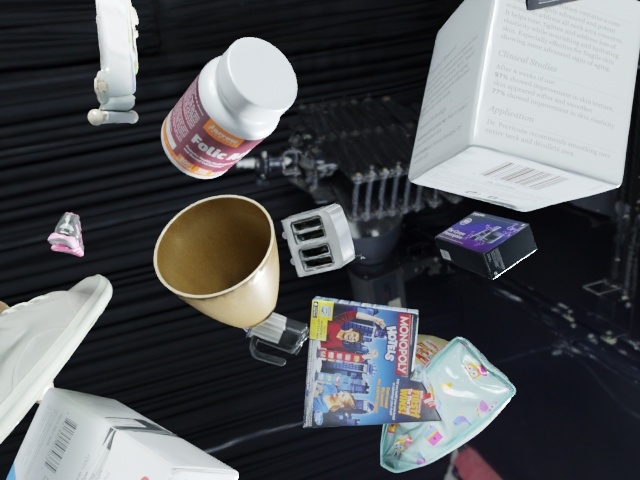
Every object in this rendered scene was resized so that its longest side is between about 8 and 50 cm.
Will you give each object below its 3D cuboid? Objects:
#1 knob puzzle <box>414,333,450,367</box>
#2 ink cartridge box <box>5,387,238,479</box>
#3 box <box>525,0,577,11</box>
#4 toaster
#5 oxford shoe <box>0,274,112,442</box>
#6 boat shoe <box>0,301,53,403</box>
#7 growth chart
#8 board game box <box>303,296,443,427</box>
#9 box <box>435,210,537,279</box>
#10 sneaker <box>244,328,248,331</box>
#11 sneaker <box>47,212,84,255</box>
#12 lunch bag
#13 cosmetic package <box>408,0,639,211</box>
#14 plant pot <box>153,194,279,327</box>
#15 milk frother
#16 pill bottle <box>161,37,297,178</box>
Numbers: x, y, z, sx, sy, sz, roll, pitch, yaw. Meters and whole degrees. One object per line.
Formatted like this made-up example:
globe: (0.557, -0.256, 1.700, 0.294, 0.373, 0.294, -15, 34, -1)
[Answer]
knob puzzle: (0.341, 0.347, 1.509, 0.213, 0.213, 0.030, -122, -140, -53)
ink cartridge box: (-0.371, 0.462, 0.881, 0.394, 0.166, 0.286, 10, -107, 37)
box: (0.343, -0.351, 0.454, 0.293, 0.295, 0.074, 33, 54, -67)
toaster: (0.000, 0.000, 1.382, 0.110, 0.185, 0.168, -33, 108, -66)
oxford shoe: (-0.450, 0.150, 0.793, 0.130, 0.169, 0.449, 39, 14, -14)
boat shoe: (-0.804, 0.291, 1.319, 0.341, 0.121, 0.110, 41, -29, 28)
growth chart: (-0.232, -0.244, 0.574, 0.172, 0.021, 0.238, -123, -148, -80)
board game box: (0.080, 0.181, 0.723, 0.060, 0.194, 0.194, -44, 140, -76)
box: (0.526, 0.008, 1.646, 0.103, 0.184, 0.261, 66, -15, -20)
sneaker: (-0.252, 0.254, 1.771, 0.236, 0.095, 0.105, 31, -25, 9)
sneaker: (-0.374, -0.011, 0.763, 0.119, 0.047, 0.057, 157, -57, -63)
lunch bag: (0.222, 0.315, 0.964, 0.160, 0.262, 0.223, 45, 5, 20)
cosmetic package: (0.429, -0.307, 1.117, 0.327, 0.329, 0.394, 151, -48, -78)
plant pot: (-0.180, 0.077, 1.066, 0.254, 0.237, 0.237, 72, -5, -52)
milk frother: (-0.101, 0.218, 1.231, 0.129, 0.134, 0.143, -77, -169, -47)
pill bottle: (-0.241, -0.329, 1.319, 0.392, 0.224, 0.224, -25, -104, 50)
